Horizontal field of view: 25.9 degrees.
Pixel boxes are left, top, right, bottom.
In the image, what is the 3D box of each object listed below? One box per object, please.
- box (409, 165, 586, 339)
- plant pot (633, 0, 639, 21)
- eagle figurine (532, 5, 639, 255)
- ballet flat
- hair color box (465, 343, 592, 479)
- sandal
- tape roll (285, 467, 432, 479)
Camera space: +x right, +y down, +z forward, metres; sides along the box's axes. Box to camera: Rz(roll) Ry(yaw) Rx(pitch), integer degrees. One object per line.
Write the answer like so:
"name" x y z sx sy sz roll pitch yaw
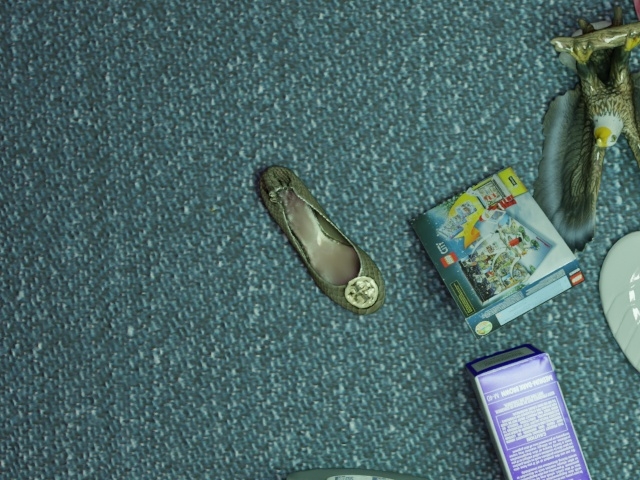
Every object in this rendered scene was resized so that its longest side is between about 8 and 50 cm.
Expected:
"box" 0.228 0.011 1.830 0.159 0.233 0.044 -30 127 4
"plant pot" 0.542 -0.326 1.827 0.180 0.201 0.201 -27 89 -12
"eagle figurine" 0.391 -0.143 1.844 0.225 0.226 0.298 -30 118 -30
"ballet flat" 0.000 0.000 1.918 0.084 0.058 0.250 -36 88 4
"hair color box" 0.299 0.314 1.838 0.110 0.185 0.338 -18 90 2
"sandal" 0.539 0.161 1.868 0.169 0.102 0.416 -47 74 17
"tape roll" 0.060 0.355 1.835 0.219 0.219 0.072 4 91 3
